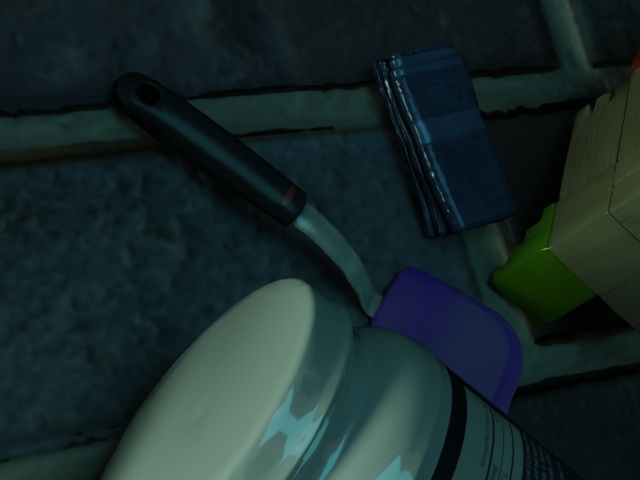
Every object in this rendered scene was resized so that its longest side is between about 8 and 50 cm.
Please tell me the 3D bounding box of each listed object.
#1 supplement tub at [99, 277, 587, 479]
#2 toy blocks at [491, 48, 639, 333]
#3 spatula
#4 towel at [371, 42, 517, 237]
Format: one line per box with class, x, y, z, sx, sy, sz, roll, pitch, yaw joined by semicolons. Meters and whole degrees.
supplement tub;0.040;0.165;0.917;0.272;0.191;0.191;39;53;-18
toy blocks;0.293;-0.112;1.141;0.191;0.381;0.261;41;38;-18
spatula;0.000;0.000;1.058;0.296;0.030;0.084;41;52;-17
towel;0.077;-0.062;1.142;0.067;0.029;0.119;-14;80;-39
